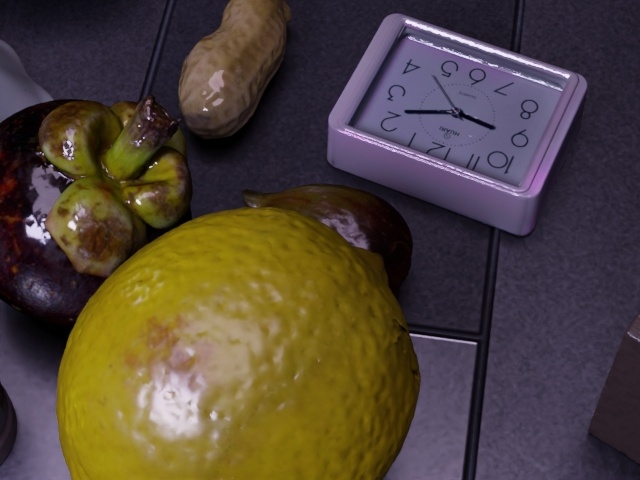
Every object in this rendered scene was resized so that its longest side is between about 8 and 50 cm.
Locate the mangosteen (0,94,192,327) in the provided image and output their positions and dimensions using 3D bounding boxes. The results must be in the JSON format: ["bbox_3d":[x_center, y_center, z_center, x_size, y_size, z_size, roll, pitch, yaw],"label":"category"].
[{"bbox_3d":[-0.182,-0.038,1.121,0.192,0.217,0.192,18,47,-20],"label":"mangosteen"}]

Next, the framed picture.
[{"bbox_3d":[0.269,0.132,1.040,0.128,0.168,0.023,31,63,18],"label":"framed picture"}]

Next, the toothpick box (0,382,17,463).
[{"bbox_3d":[-0.289,0.113,1.066,0.098,0.149,0.098,0,58,-1],"label":"toothpick box"}]

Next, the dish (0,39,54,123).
[{"bbox_3d":[-0.349,-0.116,1.250,0.229,0.081,0.229,0,57,0],"label":"dish"}]

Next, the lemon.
[{"bbox_3d":[-0.057,0.103,1.016,0.267,0.267,0.267,0,58,0],"label":"lemon"}]

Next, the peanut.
[{"bbox_3d":[-0.079,-0.165,1.285,0.080,0.080,0.174,19,56,12],"label":"peanut"}]

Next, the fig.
[{"bbox_3d":[0.000,0.000,1.164,0.154,0.103,0.109,24,38,5],"label":"fig"}]

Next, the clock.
[{"bbox_3d":[0.121,-0.107,1.253,0.197,0.063,0.150,21,61,13],"label":"clock"}]
